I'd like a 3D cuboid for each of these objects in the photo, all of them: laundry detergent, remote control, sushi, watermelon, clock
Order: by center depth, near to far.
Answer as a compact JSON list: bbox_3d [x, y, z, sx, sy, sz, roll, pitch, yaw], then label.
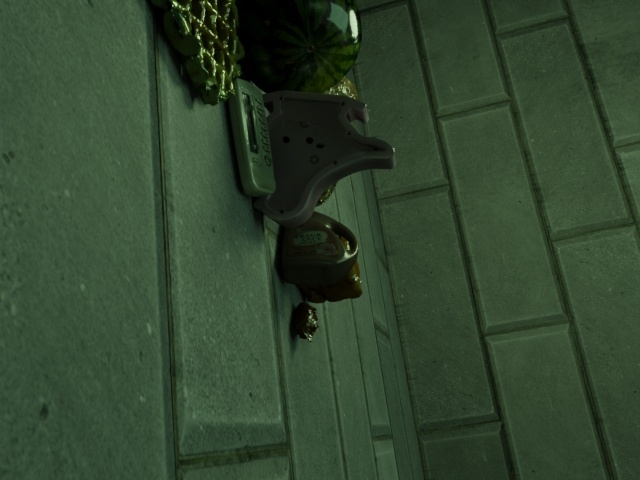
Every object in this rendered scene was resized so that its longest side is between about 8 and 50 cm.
[{"bbox_3d":[-0.139,-0.200,1.196,0.090,0.049,0.230,10,67,-56],"label":"remote control"},{"bbox_3d":[0.008,-0.162,1.243,0.080,0.290,0.276,44,52,-73],"label":"clock"},{"bbox_3d":[-0.054,-0.444,1.304,0.285,0.285,0.285,-12,90,-78],"label":"watermelon"},{"bbox_3d":[-0.028,0.179,1.334,0.060,0.061,0.118,44,33,-21],"label":"sushi"},{"bbox_3d":[0.000,0.000,1.377,0.237,0.171,0.076,-86,177,-51],"label":"laundry detergent"}]

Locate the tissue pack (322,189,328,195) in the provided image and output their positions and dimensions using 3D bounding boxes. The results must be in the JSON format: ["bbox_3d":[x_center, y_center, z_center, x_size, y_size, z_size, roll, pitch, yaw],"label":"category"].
[{"bbox_3d":[-0.048,-0.163,1.411,0.178,0.123,0.127,53,17,-81],"label":"tissue pack"}]

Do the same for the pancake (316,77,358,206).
[{"bbox_3d":[0.020,-0.274,1.692,0.387,0.082,0.387,18,90,-75],"label":"pancake"}]

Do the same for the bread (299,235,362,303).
[{"bbox_3d":[0.013,0.058,1.470,0.158,0.148,0.143,-97,171,-51],"label":"bread"}]

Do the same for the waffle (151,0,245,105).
[{"bbox_3d":[-0.205,-0.396,1.046,0.297,0.073,0.317,-78,161,-51],"label":"waffle"}]
